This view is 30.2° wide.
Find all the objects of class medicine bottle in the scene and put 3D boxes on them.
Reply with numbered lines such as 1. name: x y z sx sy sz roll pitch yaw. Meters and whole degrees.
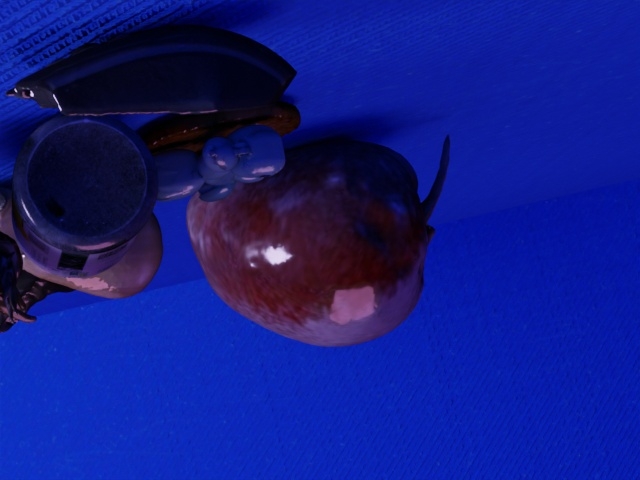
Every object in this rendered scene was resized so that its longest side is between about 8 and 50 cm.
1. medicine bottle: -0.258 -0.036 1.270 0.141 0.141 0.293 -12 174 -16

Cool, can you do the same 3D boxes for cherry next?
1. cherry: 0.004 0.002 1.641 0.335 0.291 0.326 -7 171 30

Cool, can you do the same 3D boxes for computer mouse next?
1. computer mouse: -0.134 -0.137 0.951 0.231 0.071 0.126 -3 -173 -7

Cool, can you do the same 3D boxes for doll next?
1. doll: -0.108 -0.084 1.297 0.158 0.059 0.159 -14 173 24

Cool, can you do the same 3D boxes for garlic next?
1. garlic: -0.315 0.009 1.647 0.164 0.145 0.245 1 -176 30

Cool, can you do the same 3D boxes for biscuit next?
1. biscuit: -0.114 -0.123 1.330 0.188 0.027 0.188 -12 173 -1

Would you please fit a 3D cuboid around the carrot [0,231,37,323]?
1. carrot: -0.443 0.020 1.134 0.331 0.193 0.214 -4 149 -34

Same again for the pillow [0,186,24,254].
1. pillow: -0.400 -0.021 1.439 0.134 0.078 0.181 -18 171 14

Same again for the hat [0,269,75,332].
1. hat: -0.546 0.094 1.815 0.382 0.257 0.366 21 -124 31
